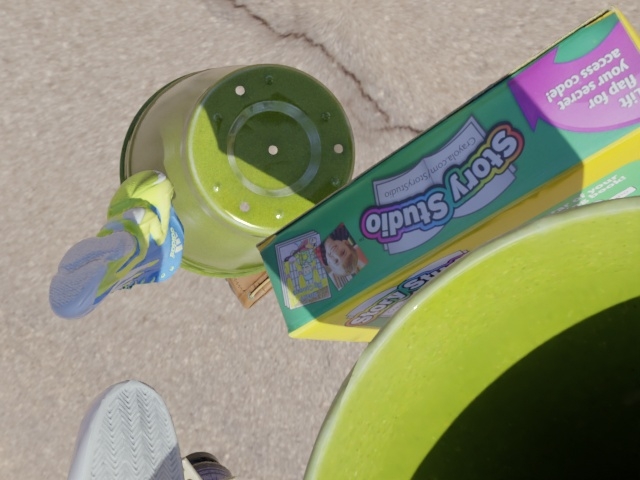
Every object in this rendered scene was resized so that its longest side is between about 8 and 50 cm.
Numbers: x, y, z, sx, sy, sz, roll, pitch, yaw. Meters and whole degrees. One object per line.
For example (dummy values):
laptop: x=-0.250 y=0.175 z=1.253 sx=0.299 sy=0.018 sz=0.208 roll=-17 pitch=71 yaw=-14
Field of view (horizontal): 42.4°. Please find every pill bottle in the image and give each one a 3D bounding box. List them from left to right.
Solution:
pill bottle: x=-0.204 y=0.483 z=1.503 sx=0.123 sy=0.219 sz=0.122 roll=-6 pitch=110 yaw=-18

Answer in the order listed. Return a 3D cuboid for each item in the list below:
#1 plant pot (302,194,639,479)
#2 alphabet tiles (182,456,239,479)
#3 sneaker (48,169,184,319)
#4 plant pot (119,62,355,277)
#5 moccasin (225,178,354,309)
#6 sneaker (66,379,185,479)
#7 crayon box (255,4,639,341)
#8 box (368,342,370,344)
plant pot: x=0.179 y=0.166 z=0.381 sx=0.275 sy=0.274 sz=0.293 roll=-38 pitch=139 yaw=11
alphabet tiles: x=-0.193 y=0.490 z=1.323 sx=0.285 sy=0.011 sz=0.342 roll=-21 pitch=112 yaw=25
sneaker: x=-0.225 y=0.028 z=0.994 sx=0.091 sy=0.240 sz=0.126 roll=-1 pitch=132 yaw=29
plant pot: x=-0.114 y=-0.120 z=1.273 sx=0.367 sy=0.353 sz=0.366 roll=0 pitch=89 yaw=-17
moccasin: x=0.000 y=-0.001 z=1.543 sx=0.380 sy=0.139 sz=0.147 roll=-30 pitch=81 yaw=-9
sneaker: x=-0.194 y=0.264 z=0.638 sx=0.169 sy=0.292 sz=0.108 roll=-22 pitch=149 yaw=33
crayon box: x=0.179 y=-0.023 z=0.763 sx=0.363 sy=0.313 sz=0.106 roll=-33 pitch=63 yaw=29
box: x=0.153 y=0.176 z=1.135 sx=0.158 sy=0.093 sz=0.155 roll=-10 pitch=71 yaw=36
